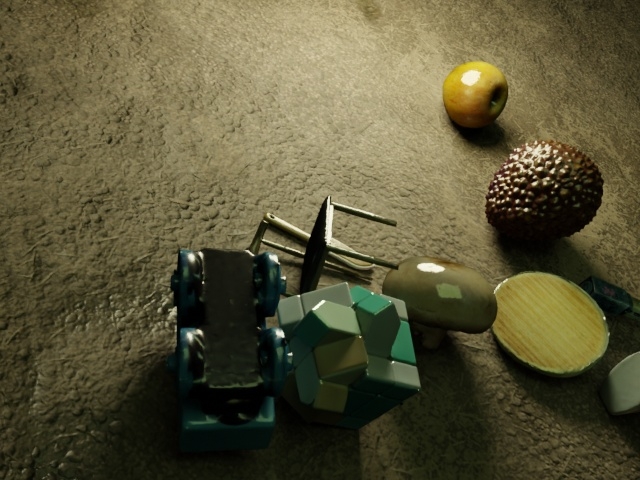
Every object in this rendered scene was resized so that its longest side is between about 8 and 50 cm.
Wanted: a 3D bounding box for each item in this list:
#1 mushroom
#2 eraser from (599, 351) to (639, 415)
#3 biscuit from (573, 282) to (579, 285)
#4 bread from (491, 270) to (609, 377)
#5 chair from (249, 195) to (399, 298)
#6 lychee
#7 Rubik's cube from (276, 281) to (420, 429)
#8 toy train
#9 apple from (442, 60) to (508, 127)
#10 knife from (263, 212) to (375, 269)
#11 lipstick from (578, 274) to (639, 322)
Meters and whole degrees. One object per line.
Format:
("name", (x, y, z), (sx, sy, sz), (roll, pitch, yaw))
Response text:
("mushroom", (0.227, 0.123, 1.499), (0.226, 0.226, 0.178), (19, 87, -9))
("eraser", (0.747, 0.283, 1.599), (0.290, 0.189, 0.104), (-1, 58, -25))
("biscuit", (0.578, 0.166, 1.734), (0.133, 0.027, 0.184), (17, 45, -12))
("bread", (0.480, 0.177, 1.642), (0.267, 0.040, 0.267), (5, 51, -6))
("chair", (-0.002, 0.026, 1.473), (0.272, 0.166, 0.188), (16, 33, -7))
("lychee", (0.506, -0.105, 1.800), (0.271, 0.271, 0.271), (13, 47, -15))
("Rubik's cube", (0.033, 0.193, 1.299), (0.213, 0.265, 0.224), (20, 45, -30))
("toy train", (-0.152, 0.162, 1.229), (0.188, 0.265, 0.300), (1, 52, -12))
("apple", (0.403, -0.385, 2.036), (0.182, 0.182, 0.155), (-24, 35, -38))
("knife", (0.000, -0.001, 1.610), (0.256, 0.022, 0.046), (27, 41, -1))
("lipstick", (0.732, 0.161, 1.776), (0.312, 0.051, 0.051), (21, 44, -17))
